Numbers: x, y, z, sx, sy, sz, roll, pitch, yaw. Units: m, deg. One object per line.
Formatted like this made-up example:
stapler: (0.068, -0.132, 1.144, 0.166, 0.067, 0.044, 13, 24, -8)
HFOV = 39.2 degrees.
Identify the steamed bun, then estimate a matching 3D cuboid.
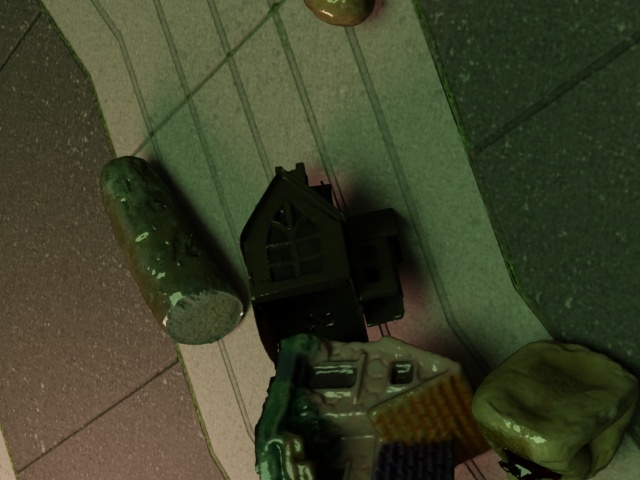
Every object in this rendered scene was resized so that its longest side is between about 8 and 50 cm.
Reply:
steamed bun: (0.261, 0.216, 1.015, 0.140, 0.172, 0.155, 30, 136, 43)

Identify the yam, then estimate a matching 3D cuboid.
yam: (-0.246, 0.005, 1.407, 0.133, 0.133, 0.330, -46, 67, 36)

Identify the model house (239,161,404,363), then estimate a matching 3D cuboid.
model house: (0.000, 0.000, 1.178, 0.204, 0.211, 0.243, -12, 57, 2)

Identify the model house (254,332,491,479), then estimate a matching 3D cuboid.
model house: (0.072, 0.242, 1.072, 0.237, 0.237, 0.202, -6, 134, 21)

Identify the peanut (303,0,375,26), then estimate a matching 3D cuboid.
peanut: (0.008, -0.377, 1.135, 0.104, 0.085, 0.228, -21, 84, 32)
